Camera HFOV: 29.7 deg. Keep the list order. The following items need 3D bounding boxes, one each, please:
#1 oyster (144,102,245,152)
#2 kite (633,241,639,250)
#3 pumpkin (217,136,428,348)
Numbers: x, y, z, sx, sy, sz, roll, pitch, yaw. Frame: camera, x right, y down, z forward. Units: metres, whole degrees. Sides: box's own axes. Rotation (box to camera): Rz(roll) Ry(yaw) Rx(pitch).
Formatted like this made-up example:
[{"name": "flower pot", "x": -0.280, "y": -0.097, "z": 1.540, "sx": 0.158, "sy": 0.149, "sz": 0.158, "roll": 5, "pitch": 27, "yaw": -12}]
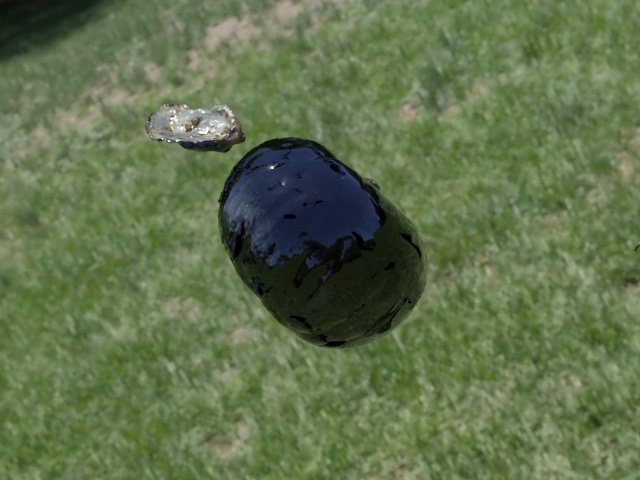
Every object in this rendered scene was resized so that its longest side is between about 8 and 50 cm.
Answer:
[{"name": "oyster", "x": -0.099, "y": -0.089, "z": 0.970, "sx": 0.083, "sy": 0.019, "sz": 0.054, "roll": 8, "pitch": 47, "yaw": 16}, {"name": "kite", "x": 0.505, "y": -0.127, "z": 1.504, "sx": 0.368, "sy": 0.014, "sz": 0.406, "roll": -52, "pitch": -11, "yaw": 1}, {"name": "pumpkin", "x": 0.000, "y": 0.000, "z": 1.218, "sx": 0.163, "sy": 0.233, "sz": 0.233, "roll": -44, "pitch": 18, "yaw": 4}]
